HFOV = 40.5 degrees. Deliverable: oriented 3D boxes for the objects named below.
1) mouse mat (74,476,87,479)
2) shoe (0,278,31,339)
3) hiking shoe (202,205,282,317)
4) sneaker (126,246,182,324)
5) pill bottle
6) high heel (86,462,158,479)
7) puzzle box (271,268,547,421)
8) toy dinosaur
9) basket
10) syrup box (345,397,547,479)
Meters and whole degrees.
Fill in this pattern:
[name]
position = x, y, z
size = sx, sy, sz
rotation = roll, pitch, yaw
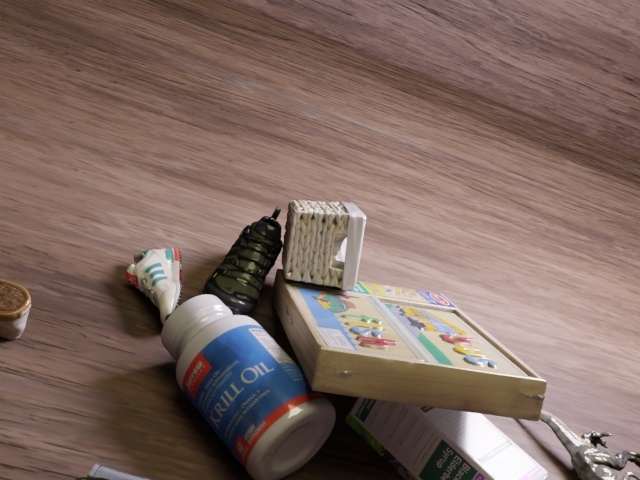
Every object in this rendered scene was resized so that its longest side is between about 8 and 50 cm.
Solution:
[mouse mat]
position = -0.221, 0.311, 0.811
size = 0.153, 0.007, 0.190
rotation = 31, 27, 11
[shoe]
position = -0.445, 0.054, 1.036
size = 0.219, 0.058, 0.076
rotation = 26, 48, 10
[hiking shoe]
position = -0.108, 0.027, 1.273
size = 0.086, 0.114, 0.227
rotation = 21, 27, -3
[sneaker]
position = -0.229, 0.065, 1.193
size = 0.075, 0.057, 0.161
rotation = 0, 34, -10
[pill bottle]
position = -0.095, 0.167, 1.033
size = 0.124, 0.124, 0.221
rotation = -8, 41, -46
[high heel]
position = -0.147, 0.298, 0.776
size = 0.186, 0.093, 0.261
rotation = 16, 19, -3
[puzzle box]
position = 0.092, 0.123, 1.144
size = 0.272, 0.052, 0.409
rotation = 10, 9, -12
[toy dinosaur]
position = 0.395, 0.311, 1.241
size = 0.118, 0.064, 0.268
rotation = -6, 36, -33
[basket]
position = 0.000, 0.000, 1.277
size = 0.103, 0.113, 0.167
rotation = 7, 8, -6
[syrup box]
position = 0.156, 0.261, 1.098
size = 0.237, 0.093, 0.096
rotation = 41, 31, 28
